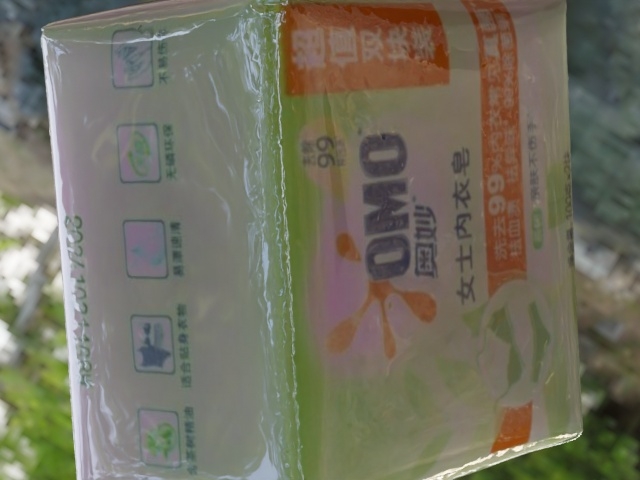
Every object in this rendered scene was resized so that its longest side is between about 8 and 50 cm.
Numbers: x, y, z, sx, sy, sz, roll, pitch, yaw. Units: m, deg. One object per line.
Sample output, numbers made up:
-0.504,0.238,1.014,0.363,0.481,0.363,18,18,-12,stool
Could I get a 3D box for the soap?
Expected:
0.000,0.000,0.784,0.138,0.199,0.182,2,-173,42,soap
